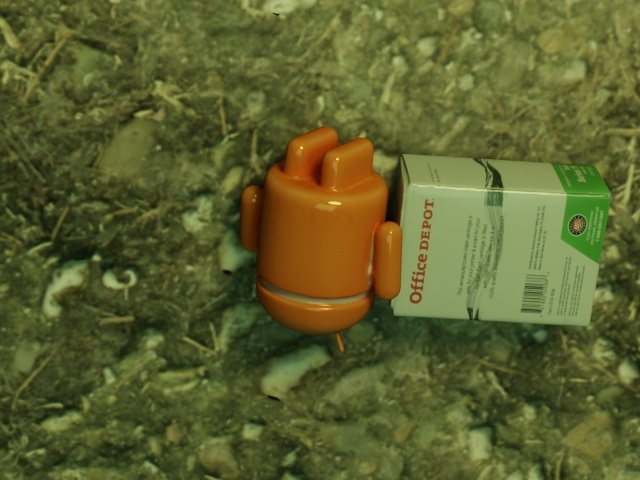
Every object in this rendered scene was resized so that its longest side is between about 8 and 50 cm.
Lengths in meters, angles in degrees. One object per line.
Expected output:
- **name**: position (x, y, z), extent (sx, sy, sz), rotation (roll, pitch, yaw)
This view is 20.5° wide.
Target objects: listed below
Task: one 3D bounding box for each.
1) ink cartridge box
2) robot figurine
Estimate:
- **ink cartridge box**: position (0.176, -0.001, 1.802), extent (0.208, 0.087, 0.153), rotation (4, 115, -6)
- **robot figurine**: position (-0.001, -0.001, 1.772), extent (0.158, 0.128, 0.219), rotation (3, 113, -7)
